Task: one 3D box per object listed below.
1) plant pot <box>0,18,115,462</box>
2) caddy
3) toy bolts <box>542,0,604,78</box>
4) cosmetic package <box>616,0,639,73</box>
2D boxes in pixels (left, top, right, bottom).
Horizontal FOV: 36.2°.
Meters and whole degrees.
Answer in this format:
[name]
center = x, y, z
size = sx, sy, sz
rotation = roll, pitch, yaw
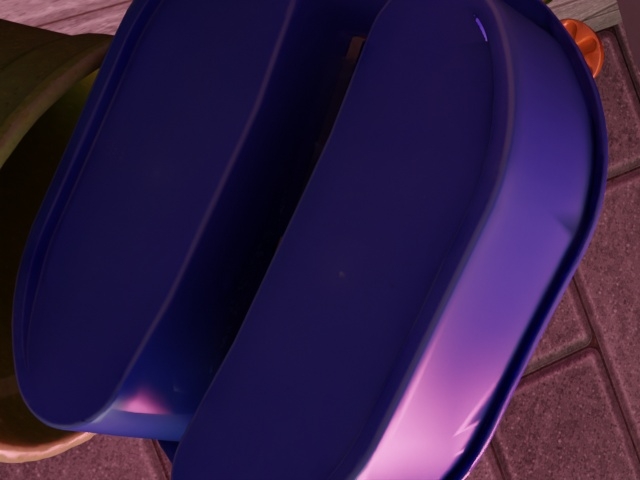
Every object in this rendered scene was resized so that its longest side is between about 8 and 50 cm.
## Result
[plant pot]
center = -0.226, -0.039, 0.630
size = 0.254, 0.276, 0.276
rotation = 24, -158, 22
[caddy]
center = 0.000, 0.000, 0.519
size = 0.241, 0.341, 0.179
rotation = 29, -173, 26
[toy bolts]
center = 0.304, -0.321, 1.297
size = 0.158, 0.218, 0.228
rotation = -13, 158, -48
[cosmetic package]
center = 0.295, -0.267, 0.826
size = 0.107, 0.238, 0.127
rotation = -19, -177, 33
